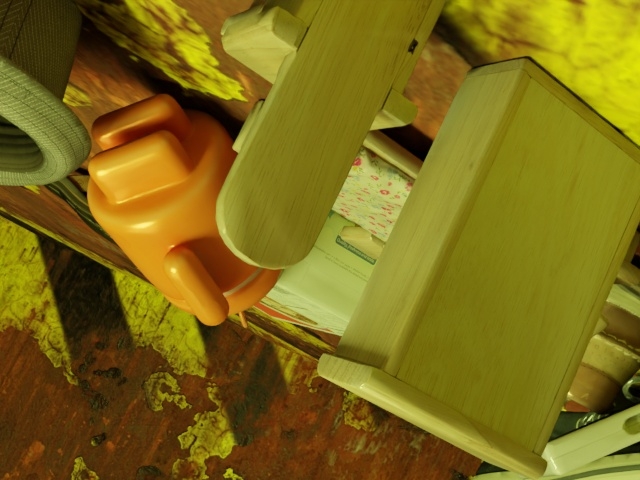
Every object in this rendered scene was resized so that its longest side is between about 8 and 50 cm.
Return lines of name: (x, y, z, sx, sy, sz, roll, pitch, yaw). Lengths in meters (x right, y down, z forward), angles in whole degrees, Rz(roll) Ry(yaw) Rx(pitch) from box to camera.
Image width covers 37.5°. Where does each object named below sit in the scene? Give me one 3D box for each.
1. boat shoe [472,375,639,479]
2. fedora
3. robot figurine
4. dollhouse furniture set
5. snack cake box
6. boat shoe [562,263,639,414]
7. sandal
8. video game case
boat shoe: (0.333, 0.224, 0.948, 0.187, 0.156, 0.500, 33, 155, -13)
fedora: (-0.267, -0.139, 0.653, 0.244, 0.124, 0.275, 31, 159, -35)
robot figurine: (-0.105, -0.022, 0.782, 0.158, 0.128, 0.219, 31, 161, 40)
dollhouse furniture set: (0.000, 0.000, 0.586, 0.303, 0.173, 0.356, 32, 167, -26)
snack cake box: (-0.029, 0.027, 0.979, 0.152, 0.089, 0.264, 30, 168, -28)
boat shoe: (0.154, 0.082, 0.758, 0.123, 0.116, 0.324, 27, 168, -4)
sandal: (-0.316, -0.064, 1.286, 0.219, 0.060, 0.090, 38, 164, 10)
video game case: (0.237, 0.123, 0.668, 0.212, 0.193, 0.023, 69, 178, -74)
